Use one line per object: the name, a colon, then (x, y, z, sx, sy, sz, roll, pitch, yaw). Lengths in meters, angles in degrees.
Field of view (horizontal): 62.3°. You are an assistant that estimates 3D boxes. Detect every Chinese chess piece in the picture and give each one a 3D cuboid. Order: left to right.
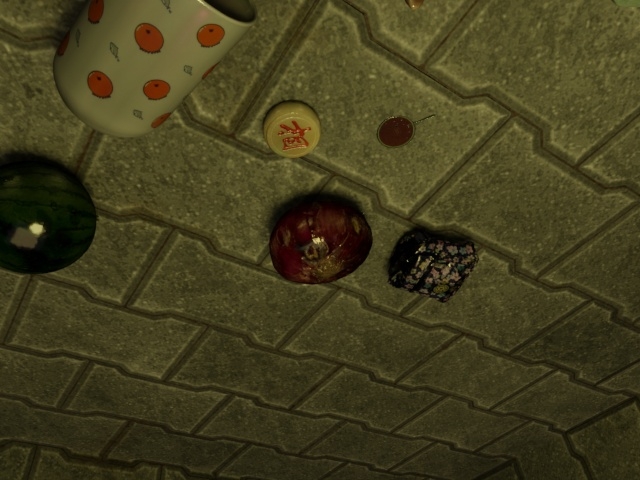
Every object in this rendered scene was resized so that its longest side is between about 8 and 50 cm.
Chinese chess piece: (-0.059, -0.231, 1.107, 0.122, 0.051, 0.122, -3, 135, -3)

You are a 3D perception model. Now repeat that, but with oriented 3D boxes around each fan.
fan: (0.187, -0.245, 1.155, 0.134, 0.005, 0.085, -22, 133, 16)

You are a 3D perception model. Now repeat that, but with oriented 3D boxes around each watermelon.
watermelon: (-0.592, -0.048, 1.097, 0.243, 0.242, 0.242, -3, 135, -3)

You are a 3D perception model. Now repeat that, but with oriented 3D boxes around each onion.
onion: (0.000, 0.000, 1.254, 0.247, 0.190, 0.246, -9, 155, -4)

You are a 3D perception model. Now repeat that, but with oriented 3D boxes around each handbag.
handbag: (0.287, 0.070, 1.401, 0.208, 0.126, 0.228, 8, 142, -16)

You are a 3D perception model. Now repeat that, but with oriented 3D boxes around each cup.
cup: (-0.285, -0.324, 0.872, 0.212, 0.212, 0.317, 32, 124, -33)

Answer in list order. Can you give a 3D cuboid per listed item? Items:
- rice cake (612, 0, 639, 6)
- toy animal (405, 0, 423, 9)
rice cake: (0.674, -0.453, 0.960, 0.337, 0.066, 0.062, 1, 135, -7)
toy animal: (0.166, -0.497, 0.795, 0.150, 0.165, 0.247, 0, 129, 0)
